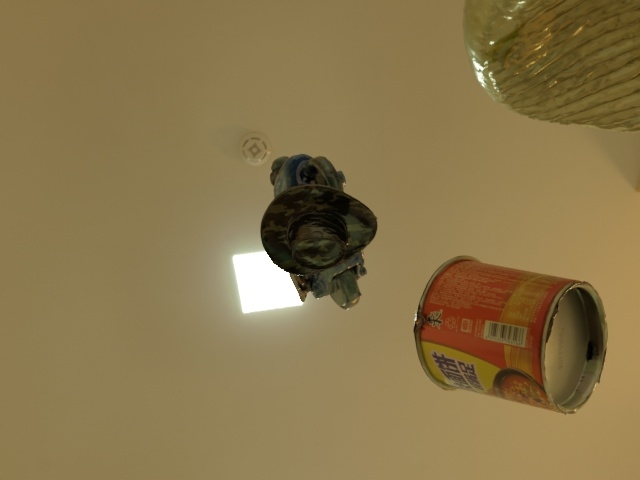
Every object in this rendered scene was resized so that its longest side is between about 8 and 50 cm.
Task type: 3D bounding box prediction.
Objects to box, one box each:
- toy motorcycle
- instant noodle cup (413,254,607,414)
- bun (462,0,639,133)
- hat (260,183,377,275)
[{"bbox_3d":[-0.025,-0.020,0.747,0.241,0.182,0.319,15,-49,32],"label":"toy motorcycle"},{"bbox_3d":[0.265,0.128,0.554,0.213,0.174,0.213,-1,-88,-34],"label":"instant noodle cup"},{"bbox_3d":[0.222,-0.188,0.258,0.259,0.259,0.159,20,-96,-11],"label":"bun"},{"bbox_3d":[0.000,0.000,0.404,0.121,0.050,0.121,-2,-56,-4],"label":"hat"}]
